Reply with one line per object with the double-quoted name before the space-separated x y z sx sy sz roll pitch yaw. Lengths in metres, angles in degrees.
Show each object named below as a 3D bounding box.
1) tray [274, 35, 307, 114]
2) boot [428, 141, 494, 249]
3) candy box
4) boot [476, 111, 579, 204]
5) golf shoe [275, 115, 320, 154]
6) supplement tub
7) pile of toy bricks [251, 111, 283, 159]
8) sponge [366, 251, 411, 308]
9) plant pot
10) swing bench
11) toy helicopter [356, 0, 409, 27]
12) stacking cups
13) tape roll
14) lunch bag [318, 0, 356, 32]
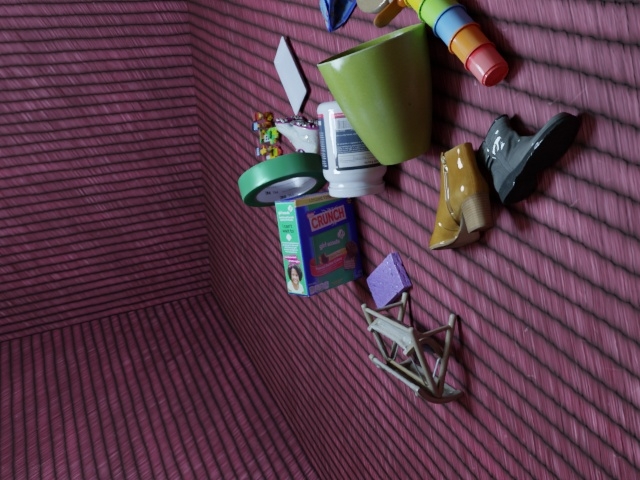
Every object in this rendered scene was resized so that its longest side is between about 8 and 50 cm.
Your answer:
"tray" -0.108 -0.626 2.122 0.270 0.030 0.145 69 155 19
"boot" 0.322 -0.100 1.343 0.295 0.104 0.211 124 138 -72
"candy box" 0.000 0.000 1.880 0.122 0.268 0.317 -1 101 48
"boot" 0.402 -0.203 1.141 0.246 0.084 0.161 114 144 -51
"golf shoe" -0.087 -0.391 2.095 0.306 0.115 0.140 36 136 58
"supplement tub" 0.096 -0.275 1.640 0.191 0.191 0.272 21 120 62
"pile of toy bricks" -0.214 -0.454 2.376 0.105 0.118 0.212 -6 87 34
"sponge" 0.214 0.133 1.776 0.210 0.031 0.117 122 132 -59
"plant pot" 0.172 -0.351 1.403 0.275 0.275 0.293 20 136 63
"swing bench" 0.259 0.313 1.599 0.253 0.165 0.254 20 120 62
"toy helicopter" 0.195 -0.667 1.316 0.355 0.140 0.234 -28 70 54
"stacking cups" 0.295 -0.465 1.223 0.316 0.096 0.096 63 153 29
"tape roll" -0.133 -0.215 2.015 0.321 0.321 0.077 -42 63 63
"lunch bag" 0.036 -0.784 1.645 0.293 0.138 0.220 118 134 -73
